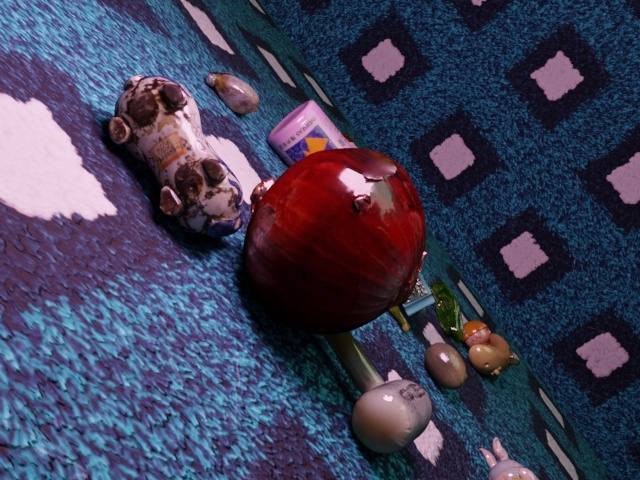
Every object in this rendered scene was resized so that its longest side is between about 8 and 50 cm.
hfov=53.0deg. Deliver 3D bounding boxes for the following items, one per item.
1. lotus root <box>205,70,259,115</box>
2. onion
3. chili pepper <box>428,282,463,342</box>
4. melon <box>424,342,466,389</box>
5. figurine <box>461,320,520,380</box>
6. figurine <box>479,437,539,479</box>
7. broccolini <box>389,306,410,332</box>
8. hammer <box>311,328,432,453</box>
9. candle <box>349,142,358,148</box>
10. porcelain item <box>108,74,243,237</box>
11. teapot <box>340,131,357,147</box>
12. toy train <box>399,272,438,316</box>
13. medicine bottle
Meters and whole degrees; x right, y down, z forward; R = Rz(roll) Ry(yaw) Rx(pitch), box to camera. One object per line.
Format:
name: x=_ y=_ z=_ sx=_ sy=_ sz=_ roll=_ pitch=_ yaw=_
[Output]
lotus root: x=-0.231 y=-0.397 z=1.711 sx=0.165 sy=0.088 sz=0.088 roll=35 pitch=21 yaw=-24
onion: x=0.033 y=-0.005 z=1.098 sx=0.341 sy=0.341 sz=0.341 roll=48 pitch=16 yaw=-18
chili pepper: x=0.439 y=0.238 z=2.239 sx=0.074 sy=0.100 sz=0.257 roll=24 pitch=35 yaw=-28
melon: x=0.328 y=0.330 z=1.687 sx=0.131 sy=0.098 sz=0.098 roll=61 pitch=17 yaw=19
figurine: x=0.592 y=0.384 z=2.309 sx=0.222 sy=0.124 sz=0.324 roll=59 pitch=20 yaw=22
figurine: x=0.437 y=0.565 z=1.451 sx=0.155 sy=0.127 sz=0.235 roll=11 pitch=38 yaw=-54
broccolini: x=0.186 y=0.149 z=1.747 sx=0.216 sy=0.058 sz=0.067 roll=55 pitch=15 yaw=6
hammer: x=0.071 y=0.230 z=1.151 sx=0.305 sy=0.113 sz=0.202 roll=52 pitch=11 yaw=19
candle: x=0.057 y=-0.237 z=2.039 sx=0.192 sy=0.168 sz=0.068 roll=35 pitch=17 yaw=-53
porcelain item: x=-0.218 y=-0.133 z=1.049 sx=0.288 sy=0.138 sz=0.186 roll=56 pitch=5 yaw=8
teapot: x=0.036 y=-0.298 z=2.226 sx=0.178 sy=0.135 sz=0.252 roll=26 pitch=-11 yaw=14
toy train: x=0.238 y=0.116 z=1.801 sx=0.203 sy=0.112 sz=0.163 roll=60 pitch=0 yaw=7
medicine bottle: x=0.002 y=-0.241 z=1.856 sx=0.291 sy=0.178 sz=0.178 roll=48 pitch=15 yaw=-16
